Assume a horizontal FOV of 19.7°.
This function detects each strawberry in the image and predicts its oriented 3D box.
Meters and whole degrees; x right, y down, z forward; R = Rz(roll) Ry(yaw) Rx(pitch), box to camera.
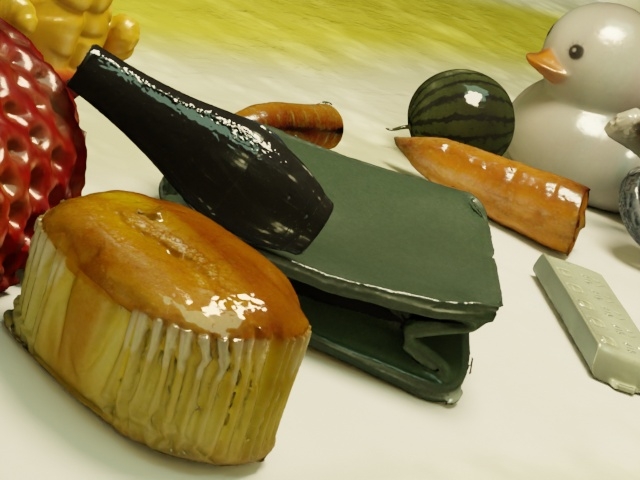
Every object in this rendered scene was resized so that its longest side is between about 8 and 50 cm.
[{"bbox_3d":[-0.268,-0.085,1.174,0.253,0.150,0.280,29,16,8],"label":"strawberry"}]

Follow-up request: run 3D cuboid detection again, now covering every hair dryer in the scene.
[{"bbox_3d":[-0.082,-0.074,1.301,0.195,0.075,0.219,36,7,-7],"label":"hair dryer"}]

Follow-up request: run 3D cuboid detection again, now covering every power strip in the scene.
[{"bbox_3d":[0.231,0.063,1.580,0.060,0.027,0.253,19,18,-15],"label":"power strip"}]

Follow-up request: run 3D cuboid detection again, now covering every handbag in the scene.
[{"bbox_3d":[0.000,0.002,1.373,0.260,0.079,0.247,19,21,-4],"label":"handbag"}]

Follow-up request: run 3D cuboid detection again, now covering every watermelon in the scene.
[{"bbox_3d":[0.130,-0.120,1.869,0.133,0.105,0.105,-4,23,-9],"label":"watermelon"}]

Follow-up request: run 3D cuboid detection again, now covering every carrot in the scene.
[{"bbox_3d":[0.161,-0.057,1.775,0.205,0.072,0.072,26,18,12],"label":"carrot"},{"bbox_3d":[-0.037,-0.108,1.698,0.048,0.048,0.139,36,22,33],"label":"carrot"}]

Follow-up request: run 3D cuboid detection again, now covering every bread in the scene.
[{"bbox_3d":[-0.095,0.043,1.097,0.190,0.114,0.132,31,20,37],"label":"bread"}]

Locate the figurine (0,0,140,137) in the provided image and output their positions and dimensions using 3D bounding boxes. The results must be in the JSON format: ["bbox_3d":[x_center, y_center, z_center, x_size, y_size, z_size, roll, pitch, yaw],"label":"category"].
[{"bbox_3d":[-0.289,-0.200,1.406,0.323,0.196,0.320,24,12,22],"label":"figurine"}]

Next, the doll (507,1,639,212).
[{"bbox_3d":[0.317,-0.152,2.012,0.251,0.221,0.221,14,20,-28],"label":"doll"}]

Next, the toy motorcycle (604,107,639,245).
[{"bbox_3d":[0.430,-0.057,1.925,0.340,0.108,0.223,12,64,-35],"label":"toy motorcycle"}]
